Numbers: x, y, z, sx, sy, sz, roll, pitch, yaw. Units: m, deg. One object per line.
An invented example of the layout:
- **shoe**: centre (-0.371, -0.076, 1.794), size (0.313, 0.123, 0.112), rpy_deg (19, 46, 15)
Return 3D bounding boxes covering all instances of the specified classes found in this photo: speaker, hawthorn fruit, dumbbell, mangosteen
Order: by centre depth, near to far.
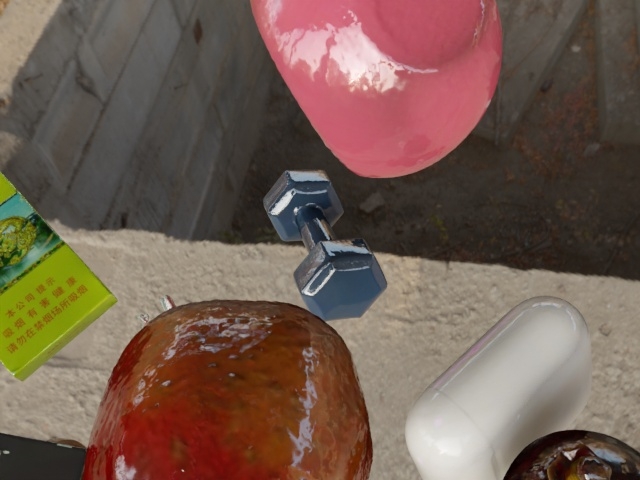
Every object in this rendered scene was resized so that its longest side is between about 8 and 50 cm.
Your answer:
- **hawthorn fruit**: centre (-0.105, 0.217, 0.636), size (0.285, 0.284, 0.369), rpy_deg (11, 27, 15)
- **speaker**: centre (0.060, -0.215, 0.739), size (0.295, 0.294, 0.294), rpy_deg (-4, 57, 6)
- **mangosteen**: centre (0.335, 0.339, 0.850), size (0.236, 0.261, 0.235), rpy_deg (-14, 39, 11)
- **dumbbell**: centre (0.000, 0.000, 1.227), size (0.160, 0.144, 0.324), rpy_deg (-2, 37, -19)

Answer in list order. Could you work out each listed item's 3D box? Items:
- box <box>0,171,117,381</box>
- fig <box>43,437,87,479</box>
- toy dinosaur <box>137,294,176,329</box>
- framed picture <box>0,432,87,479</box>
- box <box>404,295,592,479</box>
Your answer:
- **box**: centre (-0.501, 0.039, 1.061), size (0.335, 0.047, 0.187), rpy_deg (43, 73, 16)
- **fig**: centre (-0.450, 0.388, 1.007), size (0.207, 0.175, 0.175), rpy_deg (-2, 52, -27)
- **toy dinosaur**: centre (-0.273, 0.236, 1.282), size (0.242, 0.167, 0.053), rpy_deg (57, 33, 0)
- **framed picture**: centre (-0.412, 0.361, 0.703), size (0.244, 0.013, 0.323), rpy_deg (16, 59, -13)
- **box**: centre (0.293, 0.265, 1.072), size (0.349, 0.288, 0.141), rpy_deg (-40, 48, -14)
